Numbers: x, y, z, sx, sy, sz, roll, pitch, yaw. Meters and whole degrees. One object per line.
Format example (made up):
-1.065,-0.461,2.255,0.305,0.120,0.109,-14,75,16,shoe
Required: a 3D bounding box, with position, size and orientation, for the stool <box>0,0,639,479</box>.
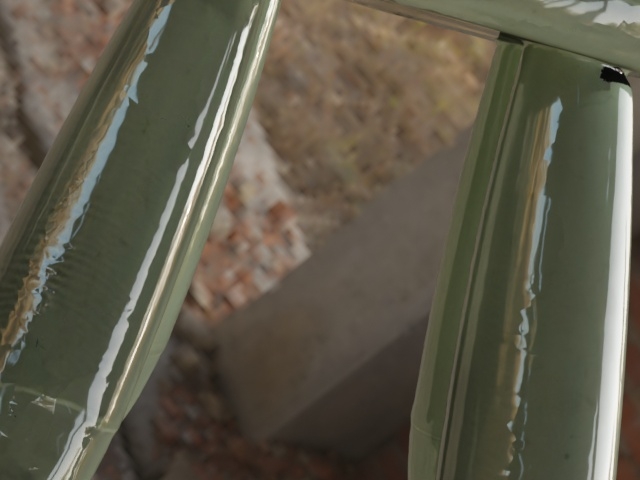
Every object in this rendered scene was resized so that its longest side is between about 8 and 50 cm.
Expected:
0.000,0.000,0.566,0.195,0.199,0.195,17,7,-2,stool
